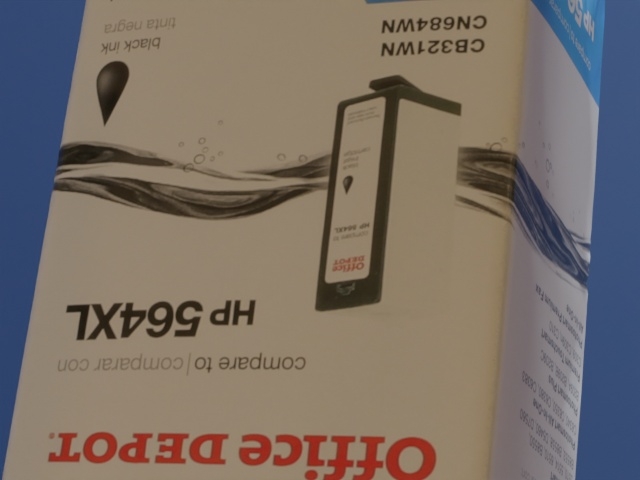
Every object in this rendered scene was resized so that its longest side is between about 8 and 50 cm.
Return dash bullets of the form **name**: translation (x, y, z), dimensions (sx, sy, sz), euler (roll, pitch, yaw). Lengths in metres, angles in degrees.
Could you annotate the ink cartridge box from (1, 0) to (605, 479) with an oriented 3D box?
- **ink cartridge box**: translation (0.000, 0.000, 0.578), dimensions (0.148, 0.086, 0.203), euler (-2, -113, 21)
